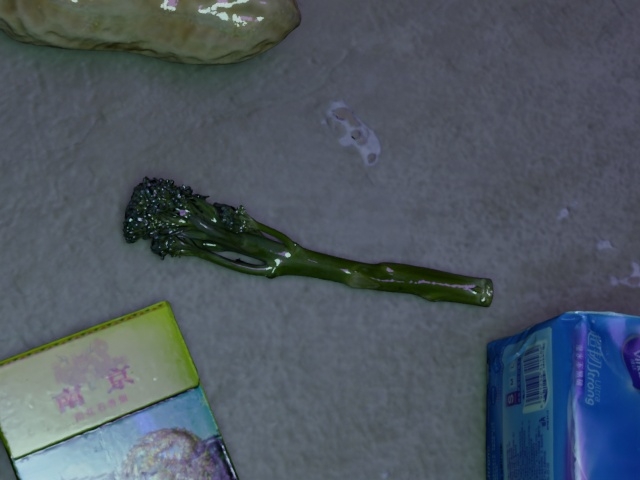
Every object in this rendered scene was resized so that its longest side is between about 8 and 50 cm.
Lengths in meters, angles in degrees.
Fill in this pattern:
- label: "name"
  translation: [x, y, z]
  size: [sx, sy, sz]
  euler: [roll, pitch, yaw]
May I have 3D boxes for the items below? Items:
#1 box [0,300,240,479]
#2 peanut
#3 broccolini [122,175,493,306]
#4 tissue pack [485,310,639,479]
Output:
- label: "box"
  translation: [-0.165, 0.241, 1.039]
  size: [0.187, 0.047, 0.335]
  euler: [-20, 82, -21]
- label: "peanut"
  translation: [-0.177, -0.247, 1.109]
  size: [0.325, 0.153, 0.140]
  euler: [6, 78, -9]
- label: "broccolini"
  translation: [0.000, 0.005, 1.137]
  size: [0.392, 0.074, 0.079]
  euler: [10, 80, -14]
- label: "tissue pack"
  translation: [0.254, 0.215, 1.096]
  size: [0.146, 0.198, 0.263]
  euler: [5, 74, -15]
